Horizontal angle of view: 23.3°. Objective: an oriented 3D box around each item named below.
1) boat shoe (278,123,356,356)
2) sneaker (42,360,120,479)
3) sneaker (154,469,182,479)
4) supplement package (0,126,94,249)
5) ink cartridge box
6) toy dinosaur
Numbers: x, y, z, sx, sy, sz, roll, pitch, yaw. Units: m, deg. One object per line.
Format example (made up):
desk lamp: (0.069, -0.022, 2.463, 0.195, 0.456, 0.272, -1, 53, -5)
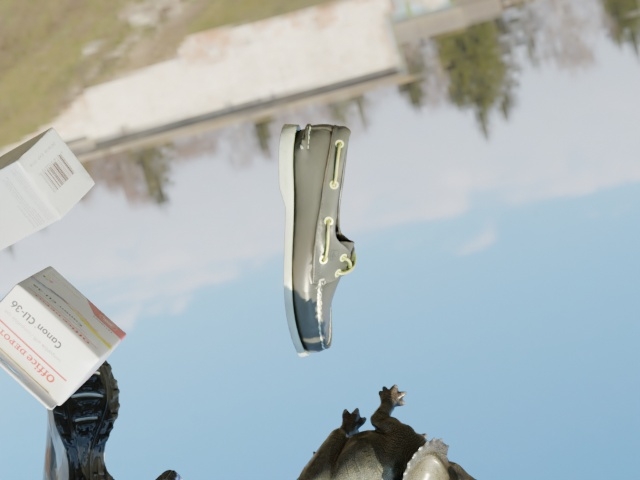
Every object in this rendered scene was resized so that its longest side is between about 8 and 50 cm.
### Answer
boat shoe: (-0.001, 0.001, 2.002, 0.091, 0.305, 0.109, -2, -173, 7)
sneaker: (-0.324, 0.268, 2.019, 0.100, 0.272, 0.108, 3, 170, -37)
sneaker: (-0.242, 0.395, 2.239, 0.135, 0.058, 0.052, -39, -153, 7)
supplement package: (-0.432, -0.066, 2.204, 0.179, 0.105, 0.105, -24, -160, 35)
ink cartridge box: (-0.275, 0.097, 1.583, 0.067, 0.115, 0.198, -48, -177, 7)
toy dinosaur: (0.041, 0.260, 1.783, 0.313, 0.121, 0.160, -10, -162, 17)
